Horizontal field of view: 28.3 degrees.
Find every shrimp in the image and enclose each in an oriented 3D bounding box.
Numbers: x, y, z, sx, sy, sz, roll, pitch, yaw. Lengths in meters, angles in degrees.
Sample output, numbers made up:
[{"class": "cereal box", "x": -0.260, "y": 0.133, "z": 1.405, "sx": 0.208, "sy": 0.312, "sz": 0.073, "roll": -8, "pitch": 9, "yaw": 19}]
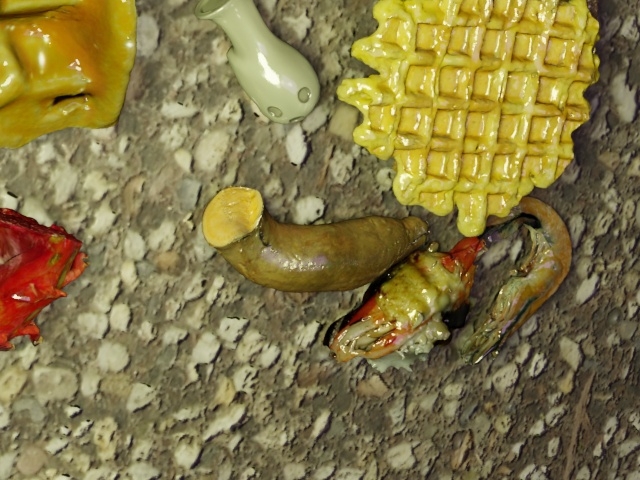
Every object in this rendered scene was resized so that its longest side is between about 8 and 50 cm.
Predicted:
[{"class": "shrimp", "x": 0.222, "y": 0.046, "z": 1.530, "sx": 0.152, "sy": 0.046, "sz": 0.219, "roll": 44, "pitch": 77, "yaw": -32}]

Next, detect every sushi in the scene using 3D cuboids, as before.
[{"class": "sushi", "x": 0.112, "y": 0.079, "z": 1.447, "sx": 0.226, "sy": 0.097, "sz": 0.103, "roll": -40, "pitch": 123, "yaw": -12}]

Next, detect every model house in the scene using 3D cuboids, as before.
[{"class": "model house", "x": -0.288, "y": -0.200, "z": 1.093, "sx": 0.239, "sy": 0.173, "sz": 0.268, "roll": -17, "pitch": 110, "yaw": -26}]

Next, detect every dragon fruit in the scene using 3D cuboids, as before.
[{"class": "dragon fruit", "x": -0.336, "y": 0.046, "z": 1.166, "sx": 0.274, "sy": 0.126, "sz": 0.161, "roll": 17, "pitch": 95, "yaw": -32}]

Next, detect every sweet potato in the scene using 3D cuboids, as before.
[{"class": "sweet potato", "x": 0.004, "y": 0.001, "z": 1.371, "sx": 0.285, "sy": 0.085, "sz": 0.112, "roll": 1, "pitch": 99, "yaw": -30}]

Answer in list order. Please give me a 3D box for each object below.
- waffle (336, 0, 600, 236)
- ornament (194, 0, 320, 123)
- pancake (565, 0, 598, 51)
[{"class": "waffle", "x": 0.171, "y": -0.169, "z": 1.378, "sx": 0.312, "sy": 0.060, "sz": 0.307, "roll": 41, "pitch": 84, "yaw": -33}, {"class": "ornament", "x": -0.061, "y": -0.187, "z": 1.289, "sx": 0.156, "sy": 0.081, "sz": 0.075, "roll": 53, "pitch": 39, "yaw": -29}, {"class": "pancake", "x": 0.191, "y": -0.235, "z": 1.427, "sx": 0.282, "sy": 0.049, "sz": 0.283, "roll": -8, "pitch": 109, "yaw": -24}]
